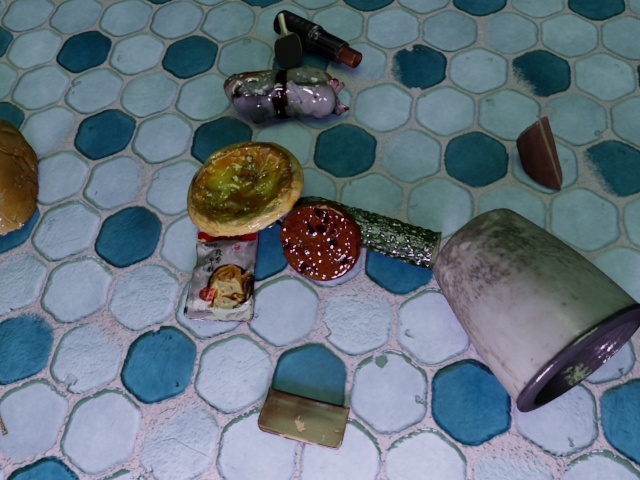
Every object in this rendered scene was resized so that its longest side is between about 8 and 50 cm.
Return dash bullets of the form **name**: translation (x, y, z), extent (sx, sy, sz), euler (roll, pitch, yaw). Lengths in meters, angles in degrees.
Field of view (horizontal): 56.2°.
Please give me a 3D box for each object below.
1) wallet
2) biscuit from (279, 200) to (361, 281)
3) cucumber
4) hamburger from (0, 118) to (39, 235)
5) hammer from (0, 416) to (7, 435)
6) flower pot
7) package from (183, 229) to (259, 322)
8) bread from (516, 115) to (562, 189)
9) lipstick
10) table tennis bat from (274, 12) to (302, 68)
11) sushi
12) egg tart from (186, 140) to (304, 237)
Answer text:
- **wallet**: translation (-0.035, 0.362, 1.215), extent (0.176, 0.026, 0.095), euler (11, 56, 10)
- **biscuit**: translation (0.000, 0.000, 1.356), extent (0.192, 0.049, 0.192), euler (3, 103, 12)
- **cucumber**: translation (0.097, -0.025, 1.388), extent (0.359, 0.096, 0.096), euler (17, 63, 16)
- **hamburger**: translation (-0.814, -0.182, 1.486), extent (0.132, 0.211, 0.308), euler (-11, 62, 4)
- **hammer**: translation (-0.690, 0.360, 1.278), extent (0.029, 0.014, 0.123), euler (-32, 64, -3)
- **flower pot**: translation (0.399, 0.121, 1.178), extent (0.294, 0.293, 0.330), euler (-30, 55, -12)
- **package**: translation (-0.225, 0.076, 1.388), extent (0.154, 0.030, 0.239), euler (2, 58, -1)
- **bread**: translation (0.520, -0.214, 1.446), extent (0.067, 0.192, 0.119), euler (-31, 26, -7)
- **lipstick**: translation (-0.008, -0.569, 1.707), extent (0.300, 0.081, 0.081), euler (34, 69, 22)
- **table tennis bat**: translation (-0.097, -0.568, 1.705), extent (0.087, 0.013, 0.156), euler (-11, 90, 27)
- **sushi**: translation (-0.093, -0.385, 1.587), extent (0.332, 0.124, 0.130), euler (-5, 50, 3)
- **egg tart**: translation (-0.176, -0.110, 1.430), extent (0.290, 0.115, 0.290), euler (-8, 53, 11)
